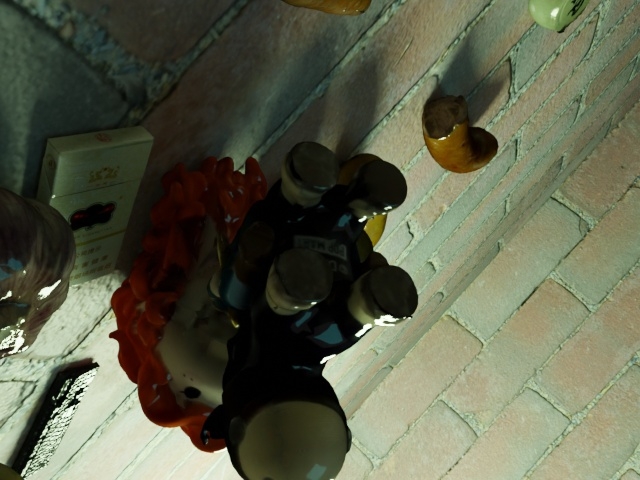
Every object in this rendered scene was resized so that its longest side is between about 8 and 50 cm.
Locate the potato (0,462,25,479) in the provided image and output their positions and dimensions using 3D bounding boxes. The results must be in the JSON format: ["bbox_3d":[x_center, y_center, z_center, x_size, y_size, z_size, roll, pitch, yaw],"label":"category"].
[{"bbox_3d":[-0.380,0.310,0.676,0.177,0.160,0.235,-13,163,-17],"label":"potato"}]

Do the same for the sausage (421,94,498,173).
[{"bbox_3d":[0.233,-0.166,1.127,0.103,0.076,0.302,-51,159,12],"label":"sausage"}]

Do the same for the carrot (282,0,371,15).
[{"bbox_3d":[-0.003,-0.227,0.580,0.060,0.060,0.186,-55,162,20],"label":"carrot"}]

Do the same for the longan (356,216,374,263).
[{"bbox_3d":[0.000,0.000,0.838,0.176,0.154,0.145,-40,-164,23],"label":"longan"}]

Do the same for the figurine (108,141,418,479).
[{"bbox_3d":[-0.057,0.068,0.624,0.241,0.411,0.306,-4,94,-26],"label":"figurine"}]

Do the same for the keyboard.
[{"bbox_3d":[-0.324,0.223,0.814,0.196,0.018,0.060,-57,160,25],"label":"keyboard"}]

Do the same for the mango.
[{"bbox_3d":[0.053,-0.053,0.932,0.090,0.115,0.178,2,140,-7],"label":"mango"}]

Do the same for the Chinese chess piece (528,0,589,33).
[{"bbox_3d":[0.390,-0.398,1.045,0.144,0.058,0.144,-41,159,-19],"label":"Chinese chess piece"}]

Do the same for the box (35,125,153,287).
[{"bbox_3d":[-0.207,-0.023,0.588,0.090,0.024,0.167,-22,148,-48],"label":"box"}]

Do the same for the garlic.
[{"bbox_3d":[-0.249,0.031,0.485,0.159,0.102,0.147,-4,126,-55],"label":"garlic"}]
